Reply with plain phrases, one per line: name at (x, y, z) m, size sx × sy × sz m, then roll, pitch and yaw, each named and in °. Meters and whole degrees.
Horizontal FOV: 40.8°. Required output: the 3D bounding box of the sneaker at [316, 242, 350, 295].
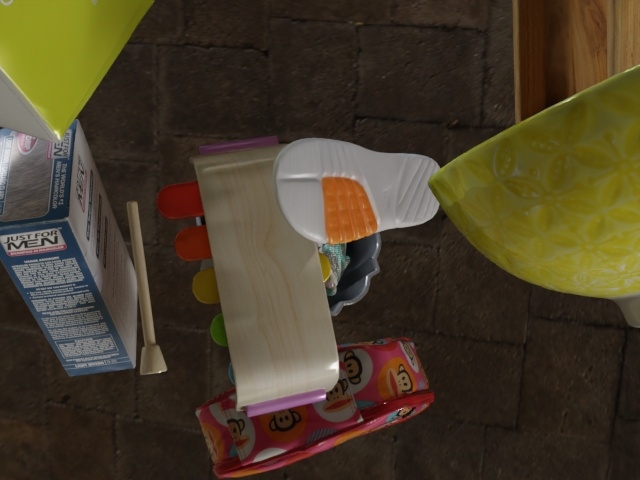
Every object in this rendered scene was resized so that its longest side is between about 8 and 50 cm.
sneaker at (0.000, 0.000, 1.233) m, size 0.065 × 0.076 × 0.166 m, roll 18°, pitch 144°, yaw 31°

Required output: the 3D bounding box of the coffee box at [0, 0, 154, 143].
coffee box at (-0.364, -0.353, 0.834) m, size 0.335 × 0.337 × 0.338 m, roll 18°, pitch 68°, yaw 23°

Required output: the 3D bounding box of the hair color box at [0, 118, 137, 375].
hair color box at (-0.337, 0.022, 1.168) m, size 0.105 × 0.173 × 0.347 m, roll -7°, pitch 141°, yaw -2°

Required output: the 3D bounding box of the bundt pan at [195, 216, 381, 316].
bundt pan at (-0.068, 0.008, 1.477) m, size 0.331 × 0.331 × 0.124 m, roll 42°, pitch 142°, yaw 4°

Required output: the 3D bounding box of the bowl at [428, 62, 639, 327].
bowl at (0.237, -0.033, 0.599) m, size 0.290 × 0.289 × 0.156 m, roll -26°, pitch 87°, yaw 23°

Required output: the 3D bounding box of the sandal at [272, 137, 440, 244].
sandal at (0.029, -0.050, 0.900) m, size 0.076 × 0.265 × 0.101 m, roll 6°, pitch 94°, yaw 41°

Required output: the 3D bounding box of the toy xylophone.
toy xylophone at (-0.092, 0.035, 0.957) m, size 0.236 × 0.081 × 0.322 m, roll -2°, pitch 83°, yaw -11°

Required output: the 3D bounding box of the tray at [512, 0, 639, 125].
tray at (0.380, -0.364, 1.275) m, size 0.203 × 0.076 × 0.410 m, roll 21°, pitch 121°, yaw 56°

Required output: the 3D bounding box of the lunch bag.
lunch bag at (0.001, 0.221, 1.167) m, size 0.293 × 0.258 × 0.120 m, roll -22°, pitch 78°, yaw 12°
